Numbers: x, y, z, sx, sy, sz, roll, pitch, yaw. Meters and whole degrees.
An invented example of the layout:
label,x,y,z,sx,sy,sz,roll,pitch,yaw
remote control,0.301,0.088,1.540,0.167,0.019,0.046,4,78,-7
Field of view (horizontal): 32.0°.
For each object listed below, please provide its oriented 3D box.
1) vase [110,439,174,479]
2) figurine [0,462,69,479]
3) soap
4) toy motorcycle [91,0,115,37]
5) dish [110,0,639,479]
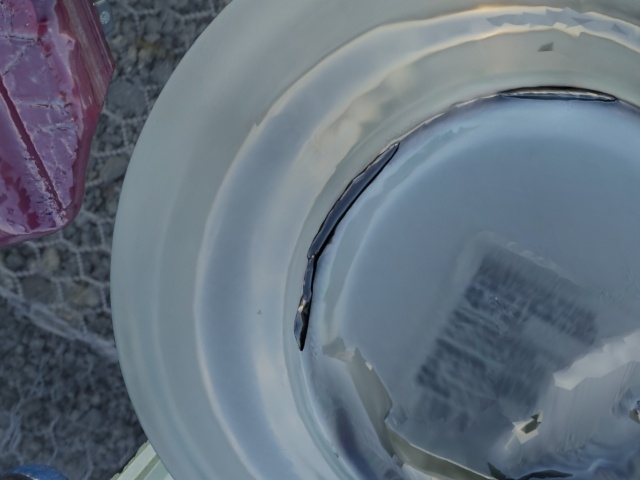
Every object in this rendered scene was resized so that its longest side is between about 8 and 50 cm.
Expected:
label,x,y,z,sx,sy,sz,roll,pitch,yaw
vase,-0.198,0.326,1.805,0.165,0.165,0.360,37,84,-15
figurine,-0.257,0.214,0.855,0.086,0.087,0.149,-41,143,25
soap,-0.277,-0.141,0.877,0.220,0.127,0.325,-8,124,11
toy motorcycle,-0.390,-0.442,1.660,0.147,0.221,0.326,23,139,35
dish,0.072,0.022,0.437,0.316,0.106,0.317,-2,101,-7
